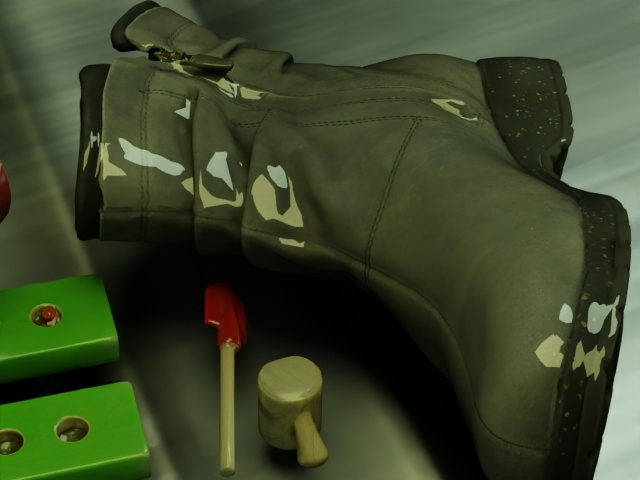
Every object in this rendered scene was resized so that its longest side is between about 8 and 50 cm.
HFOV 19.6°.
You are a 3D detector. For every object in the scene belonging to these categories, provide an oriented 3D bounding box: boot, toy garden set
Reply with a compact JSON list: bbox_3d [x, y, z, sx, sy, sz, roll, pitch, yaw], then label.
[{"bbox_3d":[0.000,0.000,0.780,0.222,0.118,0.338,8,21,-5],"label":"boot"},{"bbox_3d":[-0.069,0.111,0.740,0.203,0.049,0.244,-10,43,-12],"label":"toy garden set"}]

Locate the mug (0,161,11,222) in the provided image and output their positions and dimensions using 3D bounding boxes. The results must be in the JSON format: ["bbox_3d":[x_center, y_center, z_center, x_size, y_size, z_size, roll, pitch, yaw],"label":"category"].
[{"bbox_3d":[-0.227,0.001,0.743,0.150,0.113,0.169,35,60,14],"label":"mug"}]
